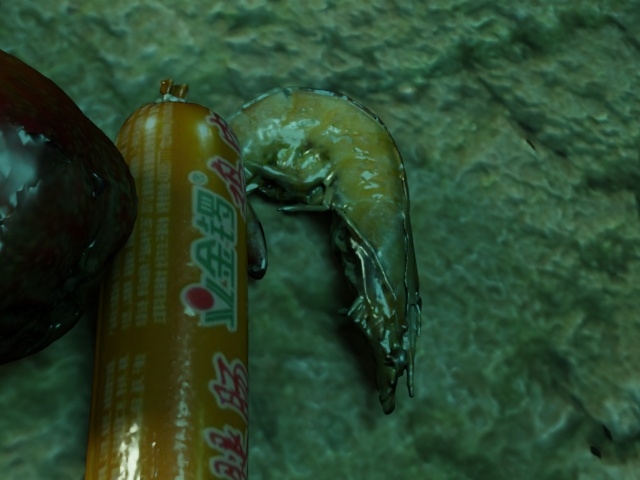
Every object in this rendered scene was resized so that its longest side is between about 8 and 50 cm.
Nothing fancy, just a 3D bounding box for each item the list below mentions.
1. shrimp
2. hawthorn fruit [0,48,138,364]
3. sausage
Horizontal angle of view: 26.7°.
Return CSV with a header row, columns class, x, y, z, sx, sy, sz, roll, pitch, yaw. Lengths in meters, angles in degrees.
class,x,y,z,sx,sy,sz,roll,pitch,yaw
shrimp,0.000,0.001,0.897,0.143,0.052,0.251,-5,56,-16
hawthorn fruit,-0.218,-0.036,0.753,0.181,0.181,0.235,-31,61,-35
sausage,-0.087,0.033,0.806,0.093,0.093,0.312,10,58,-19
